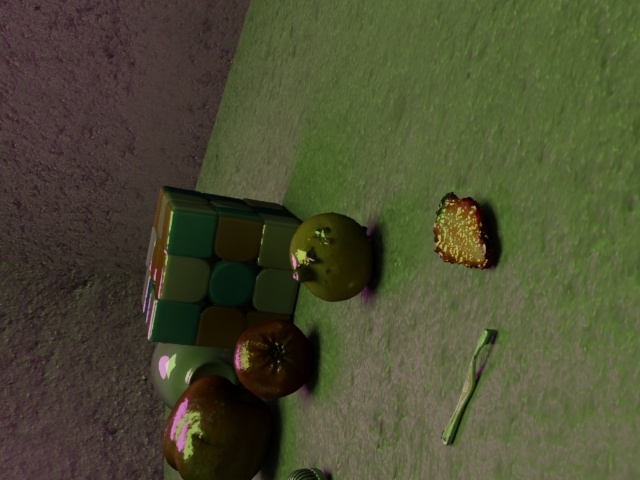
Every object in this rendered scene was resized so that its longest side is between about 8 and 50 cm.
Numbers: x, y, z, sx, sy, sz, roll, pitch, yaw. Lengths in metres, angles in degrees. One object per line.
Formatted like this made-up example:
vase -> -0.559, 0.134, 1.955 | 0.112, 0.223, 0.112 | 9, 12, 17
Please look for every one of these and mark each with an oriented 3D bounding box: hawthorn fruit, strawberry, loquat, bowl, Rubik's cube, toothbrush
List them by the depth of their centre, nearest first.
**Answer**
toothbrush -> 0.203, 0.208, 1.222 | 0.017, 0.022, 0.204 | 48, 130, 48
strawberry -> 0.211, -0.009, 1.261 | 0.103, 0.048, 0.152 | -64, 37, 28
loquat -> 0.018, 0.034, 1.648 | 0.149, 0.204, 0.172 | -18, 94, 39
hawthorn fruit -> -0.108, 0.268, 1.954 | 0.200, 0.179, 0.179 | 129, 147, -75
hawthorn fruit -> -0.248, 0.458, 2.160 | 0.268, 0.268, 0.300 | 180, 109, -73
Rubik's cube -> -0.257, 0.071, 2.230 | 0.347, 0.347, 0.344 | -139, 60, -69
bowl -> -0.303, 0.361, 2.337 | 0.146, 0.289, 0.289 | -155, 74, -72

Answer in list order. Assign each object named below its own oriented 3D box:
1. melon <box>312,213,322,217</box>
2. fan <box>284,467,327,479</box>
melon -> 0.001, -0.003, 1.960 | 0.098, 0.054, 0.182 | 95, 172, -52
fan -> -0.028, 0.577, 1.728 | 0.130, 0.074, 0.244 | -7, 80, 61
